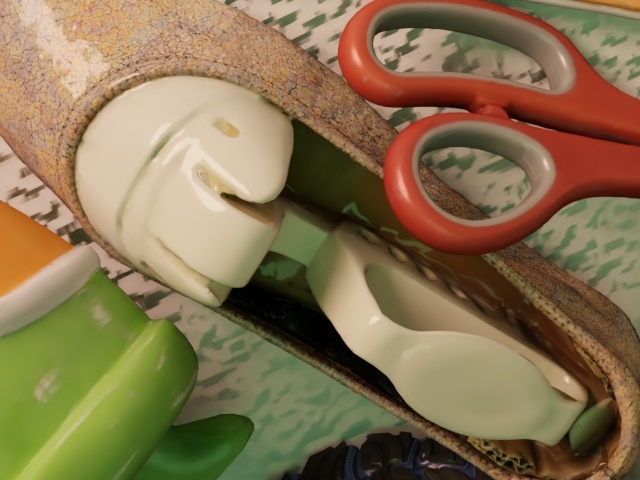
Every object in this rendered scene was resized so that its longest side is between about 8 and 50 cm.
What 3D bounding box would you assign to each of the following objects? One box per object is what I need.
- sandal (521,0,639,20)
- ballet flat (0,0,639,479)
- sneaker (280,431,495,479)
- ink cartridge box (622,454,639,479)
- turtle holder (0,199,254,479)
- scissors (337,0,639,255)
[{"bbox_3d":[0.146,-0.112,0.577,0.265,0.076,0.102,2,110,0],"label":"sandal"},{"bbox_3d":[0.000,0.000,0.601,0.316,0.106,0.107,29,111,-9],"label":"ballet flat"},{"bbox_3d":[-0.005,0.156,0.682,0.221,0.083,0.087,-26,121,15],"label":"sneaker"},{"bbox_3d":[0.220,0.214,0.571,0.223,0.307,0.129,14,109,-5],"label":"ink cartridge box"},{"bbox_3d":[-0.199,0.110,0.586,0.227,0.243,0.320,41,123,-4],"label":"turtle holder"},{"bbox_3d":[0.149,-0.039,0.625,0.297,0.109,0.021,3,152,-20],"label":"scissors"}]
